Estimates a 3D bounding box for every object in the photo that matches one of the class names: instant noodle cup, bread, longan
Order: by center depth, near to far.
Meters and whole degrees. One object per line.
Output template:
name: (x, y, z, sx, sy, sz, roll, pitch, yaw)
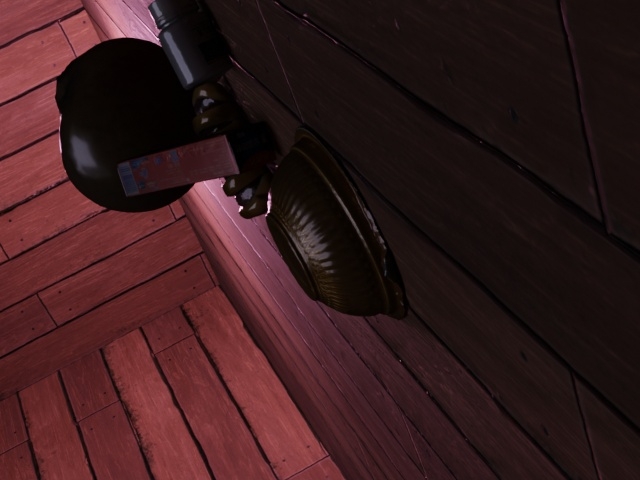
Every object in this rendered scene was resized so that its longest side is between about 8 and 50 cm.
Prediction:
instant noodle cup: (0.000, 0.000, 1.277, 0.274, 0.091, 0.274, 58, 171, 15)
bread: (-0.142, -0.141, 1.660, 0.225, 0.081, 0.134, 62, 172, 2)
longan: (-0.341, -0.211, 1.894, 0.319, 0.319, 0.319, 59, 170, 16)

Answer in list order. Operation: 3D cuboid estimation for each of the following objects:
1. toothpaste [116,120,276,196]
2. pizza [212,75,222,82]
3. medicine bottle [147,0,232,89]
toothpaste: (-0.198, -0.121, 1.594, 0.320, 0.076, 0.066, -5, 106, 50)
pizza: (-0.201, -0.309, 1.636, 0.184, 0.036, 0.176, 58, 172, 14)
medicine bottle: (-0.187, -0.288, 1.479, 0.130, 0.080, 0.080, 64, 171, -6)
